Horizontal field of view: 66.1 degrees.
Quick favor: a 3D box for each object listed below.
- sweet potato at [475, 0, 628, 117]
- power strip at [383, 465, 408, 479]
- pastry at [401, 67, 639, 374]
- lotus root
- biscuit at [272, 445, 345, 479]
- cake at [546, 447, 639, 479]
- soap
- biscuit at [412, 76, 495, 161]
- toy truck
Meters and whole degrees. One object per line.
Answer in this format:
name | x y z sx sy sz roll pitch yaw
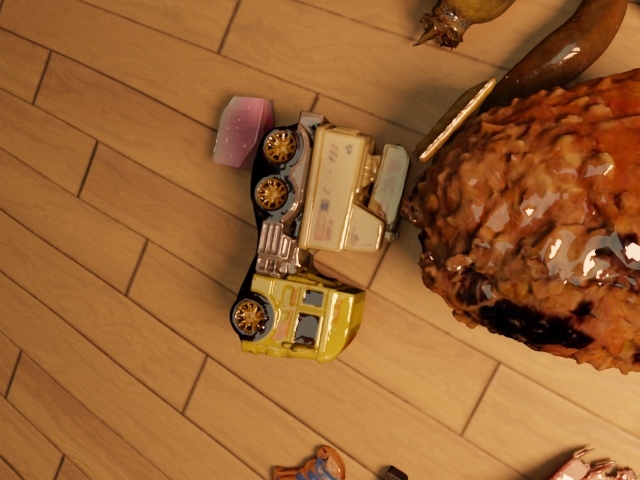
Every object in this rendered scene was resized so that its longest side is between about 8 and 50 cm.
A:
sweet potato | 0.370 -0.307 0.722 0.108 0.079 0.346 42 102 32
power strip | 0.112 0.445 0.840 0.038 0.029 0.111 24 98 23
pastry | 0.324 -0.012 0.607 0.405 0.292 0.337 -18 55 13
lotus root | 0.243 -0.408 0.739 0.154 0.154 0.278 41 107 19
biscuit | -0.025 0.510 0.900 0.183 0.043 0.280 22 94 26
cake | 0.330 0.413 0.707 0.287 0.135 0.098 -43 58 8
soap | -0.146 -0.214 0.961 0.100 0.056 0.149 15 95 21
biscuit | 0.187 -0.174 0.722 0.016 0.231 0.139 41 106 -2
toy truck | 0.000 0.000 0.827 0.254 0.180 0.405 11 90 16
